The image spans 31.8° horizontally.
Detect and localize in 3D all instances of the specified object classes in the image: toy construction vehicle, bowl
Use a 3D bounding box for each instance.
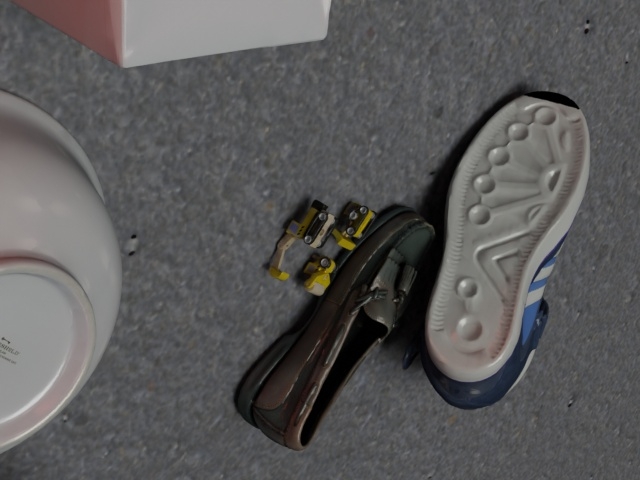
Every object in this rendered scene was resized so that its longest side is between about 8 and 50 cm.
[{"bbox_3d":[0.000,0.000,1.051,0.098,0.035,0.086,-59,150,6],"label":"toy construction vehicle"},{"bbox_3d":[-0.247,0.050,0.764,0.298,0.134,0.297,-23,128,-33],"label":"bowl"}]

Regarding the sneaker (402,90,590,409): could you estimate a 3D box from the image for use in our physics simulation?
[{"bbox_3d":[0.194,0.025,1.208,0.236,0.130,0.322,65,44,-70],"label":"sneaker"}]

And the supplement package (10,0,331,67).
[{"bbox_3d":[-0.105,-0.230,0.668,0.149,0.203,0.194,-16,125,-37],"label":"supplement package"}]

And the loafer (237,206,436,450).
[{"bbox_3d":[0.035,0.090,1.096,0.267,0.084,0.096,-51,139,-7],"label":"loafer"}]
